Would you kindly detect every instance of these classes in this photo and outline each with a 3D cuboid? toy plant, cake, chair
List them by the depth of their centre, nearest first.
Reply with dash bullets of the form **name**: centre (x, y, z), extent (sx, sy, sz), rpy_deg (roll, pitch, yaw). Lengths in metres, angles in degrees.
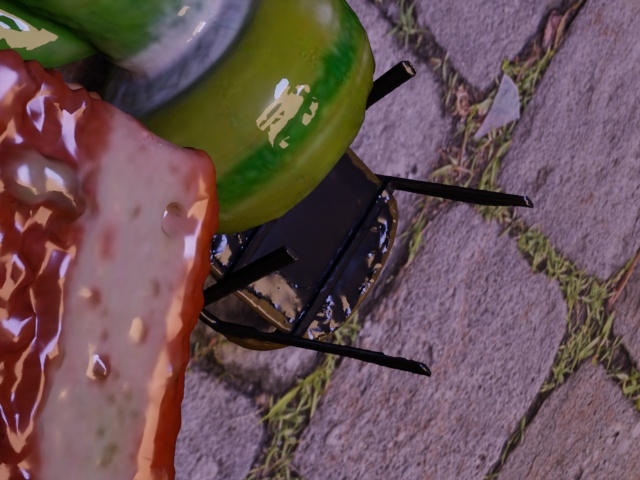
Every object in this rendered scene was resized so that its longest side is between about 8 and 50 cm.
- **cake**: centre (-0.236, 0.026, 0.731), extent (0.320, 0.270, 0.269), rpy_deg (13, 88, -39)
- **toy plant**: centre (-0.124, -0.154, 0.921), extent (0.224, 0.184, 0.316), rpy_deg (-43, 122, 2)
- **chair**: centre (0.000, 0.000, 1.080), extent (0.172, 0.247, 0.158), rpy_deg (45, 64, -27)
